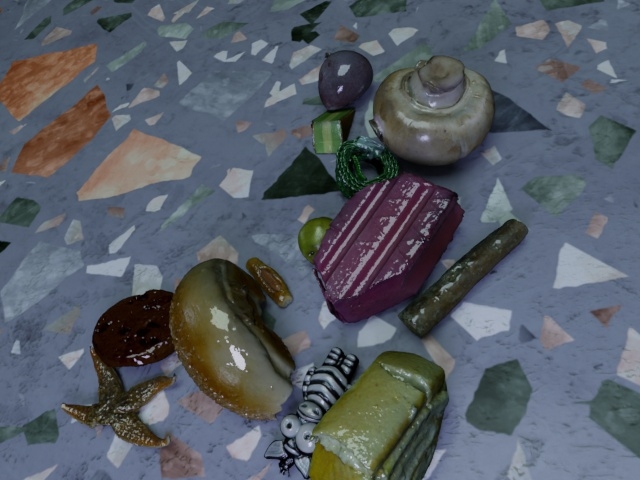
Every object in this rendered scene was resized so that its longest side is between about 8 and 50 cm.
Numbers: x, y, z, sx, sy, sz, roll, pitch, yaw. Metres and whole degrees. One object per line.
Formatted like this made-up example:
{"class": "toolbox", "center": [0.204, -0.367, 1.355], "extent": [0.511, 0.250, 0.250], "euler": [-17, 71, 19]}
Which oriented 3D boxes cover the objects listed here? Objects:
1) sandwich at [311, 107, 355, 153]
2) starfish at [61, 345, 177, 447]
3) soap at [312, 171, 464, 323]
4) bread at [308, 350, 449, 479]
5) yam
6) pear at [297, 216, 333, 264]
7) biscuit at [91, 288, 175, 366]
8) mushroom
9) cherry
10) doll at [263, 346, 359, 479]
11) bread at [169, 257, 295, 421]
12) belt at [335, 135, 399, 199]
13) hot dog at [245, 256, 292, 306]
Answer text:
{"class": "sandwich", "center": [0.034, -0.250, 1.302], "extent": [0.074, 0.074, 0.116], "euler": [3, 27, 22]}
{"class": "starfish", "center": [-0.356, 0.293, 1.059], "extent": [0.247, 0.050, 0.138], "euler": [12, 62, 18]}
{"class": "soap", "center": [0.105, 0.017, 1.018], "extent": [0.182, 0.112, 0.289], "euler": [26, 75, 37]}
{"class": "bread", "center": [0.096, 0.271, 0.825], "extent": [0.124, 0.186, 0.257], "euler": [20, 58, 34]}
{"class": "yam", "center": [0.247, 0.060, 0.986], "extent": [0.274, 0.061, 0.061], "euler": [-41, 54, -11]}
{"class": "pear", "center": [0.000, 0.000, 1.099], "extent": [0.092, 0.092, 0.097], "euler": [-8, 55, 15]}
{"class": "biscuit", "center": [-0.343, 0.170, 1.109], "extent": [0.191, 0.049, 0.192], "euler": [-9, 39, 7]}
{"class": "mushroom", "center": [0.216, -0.257, 1.133], "extent": [0.254, 0.184, 0.255], "euler": [2, 59, -4]}
{"class": "cherry", "center": [0.032, -0.375, 1.333], "extent": [0.188, 0.115, 0.148], "euler": [20, 99, 40]}
{"class": "doll", "center": [-0.008, 0.276, 0.930], "extent": [0.091, 0.067, 0.219], "euler": [20, 68, 25]}
{"class": "bread", "center": [-0.170, 0.158, 0.987], "extent": [0.171, 0.192, 0.314], "euler": [-34, 53, 3]}
{"class": "belt", "center": [0.091, -0.136, 1.167], "extent": [0.121, 0.079, 0.151], "euler": [-27, 64, -12]}
{"class": "hot dog", "center": [-0.100, 0.076, 1.121], "extent": [0.044, 0.028, 0.137], "euler": [-34, 52, -13]}
